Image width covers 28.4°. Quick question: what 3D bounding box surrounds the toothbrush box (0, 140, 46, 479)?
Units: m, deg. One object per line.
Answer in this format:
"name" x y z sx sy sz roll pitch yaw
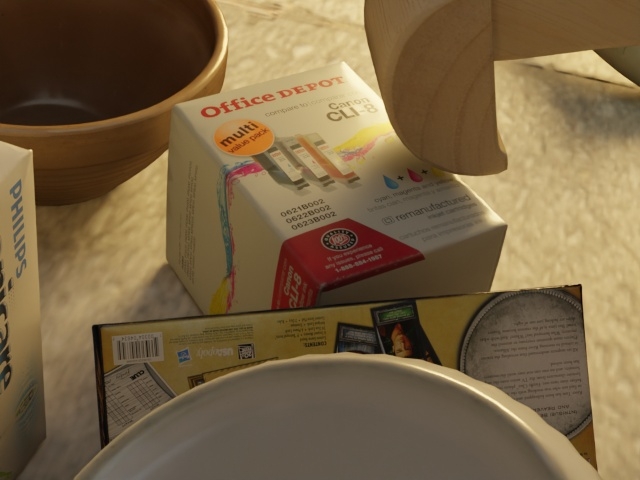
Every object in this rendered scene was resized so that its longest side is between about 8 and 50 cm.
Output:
"toothbrush box" -0.242 0.098 0.543 0.122 0.206 0.283 18 41 11

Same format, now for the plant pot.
"plant pot" -0.184 -0.101 0.851 0.237 0.110 0.237 6 41 -5

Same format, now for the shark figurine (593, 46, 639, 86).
"shark figurine" 0.208 -0.225 1.077 0.166 0.116 0.278 25 39 -35

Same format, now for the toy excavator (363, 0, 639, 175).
"toy excavator" 0.301 -0.100 0.749 0.433 0.445 0.222 -30 39 18

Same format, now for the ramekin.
"ramekin" 0.005 0.162 0.448 0.272 0.127 0.273 -9 50 11

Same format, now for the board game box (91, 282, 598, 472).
"board game box" 0.017 0.112 0.621 0.243 0.042 0.165 -4 87 -15

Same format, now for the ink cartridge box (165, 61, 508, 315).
"ink cartridge box" 0.000 0.000 0.755 0.128 0.127 0.176 -18 47 -27
